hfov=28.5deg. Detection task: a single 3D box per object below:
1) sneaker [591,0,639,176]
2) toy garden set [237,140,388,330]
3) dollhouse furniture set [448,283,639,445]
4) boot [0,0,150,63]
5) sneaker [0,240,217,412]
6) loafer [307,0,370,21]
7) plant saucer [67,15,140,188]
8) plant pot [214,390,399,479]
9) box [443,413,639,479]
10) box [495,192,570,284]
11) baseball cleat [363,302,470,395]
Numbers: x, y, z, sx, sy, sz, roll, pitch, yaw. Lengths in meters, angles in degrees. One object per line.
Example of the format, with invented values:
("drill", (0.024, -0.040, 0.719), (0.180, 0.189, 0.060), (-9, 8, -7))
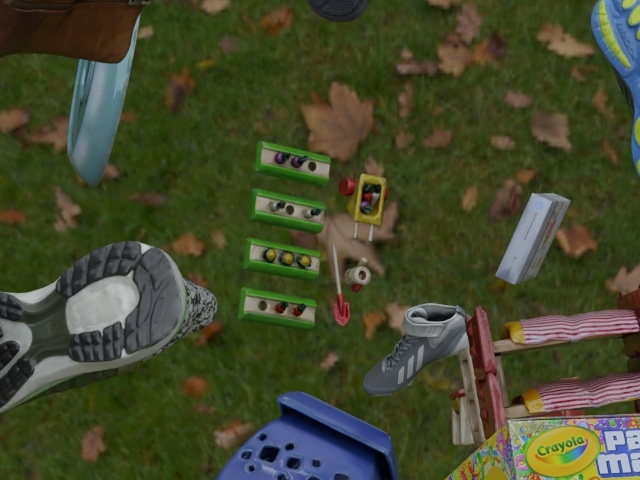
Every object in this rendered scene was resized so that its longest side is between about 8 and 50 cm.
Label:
("sneaker", (0.276, -0.114, 1.012), (0.067, 0.078, 0.188), (-24, 76, 30))
("toy garden set", (0.000, 0.000, 1.713), (0.203, 0.049, 0.244), (11, 77, -29))
("dollhouse furniture set", (0.272, 0.162, 1.551), (0.201, 0.374, 0.152), (-8, 81, -3))
("boot", (-0.190, -0.248, 1.026), (0.096, 0.264, 0.280), (37, 24, 20))
("sneaker", (-0.294, 0.124, 1.483), (0.410, 0.182, 0.158), (-16, 72, 25))
("loafer", (0.037, -0.382, 1.320), (0.109, 0.303, 0.095), (19, 39, 14))
("plant saucer", (-0.287, -0.228, 1.654), (0.043, 0.318, 0.318), (10, 58, -17))
("plant pot", (-0.005, 0.384, 1.974), (0.235, 0.236, 0.212), (23, 66, 21))
("box", (0.202, 0.310, 0.979), (0.177, 0.290, 0.279), (0, 65, -12))
("box", (0.345, -0.005, 2.034), (0.038, 0.186, 0.145), (26, 100, 16))
("baseball cleat", (0.131, 0.152, 1.848), (0.205, 0.109, 0.072), (-33, 33, 19))
